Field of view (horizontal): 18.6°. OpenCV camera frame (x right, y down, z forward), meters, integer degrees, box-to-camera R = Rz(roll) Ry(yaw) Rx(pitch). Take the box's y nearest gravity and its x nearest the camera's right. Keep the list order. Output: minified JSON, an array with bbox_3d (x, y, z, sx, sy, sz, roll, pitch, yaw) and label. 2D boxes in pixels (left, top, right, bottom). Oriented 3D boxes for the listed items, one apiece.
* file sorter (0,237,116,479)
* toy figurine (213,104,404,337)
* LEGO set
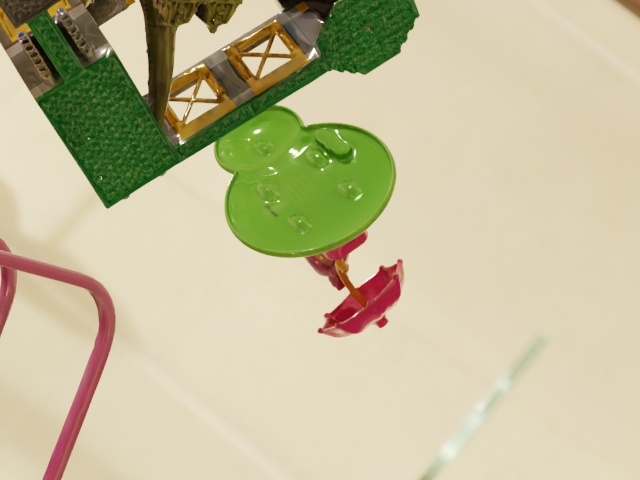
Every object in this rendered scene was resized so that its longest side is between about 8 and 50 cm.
[{"bbox_3d":[-0.267,0.045,0.879,0.202,0.290,0.182,21,-89,-54],"label":"file sorter"},{"bbox_3d":[0.000,0.000,1.483,0.130,0.173,0.159,-36,-43,-13],"label":"toy figurine"},{"bbox_3d":[-0.110,-0.195,1.019,0.255,0.192,0.331,-38,-39,3],"label":"LEGO set"}]
